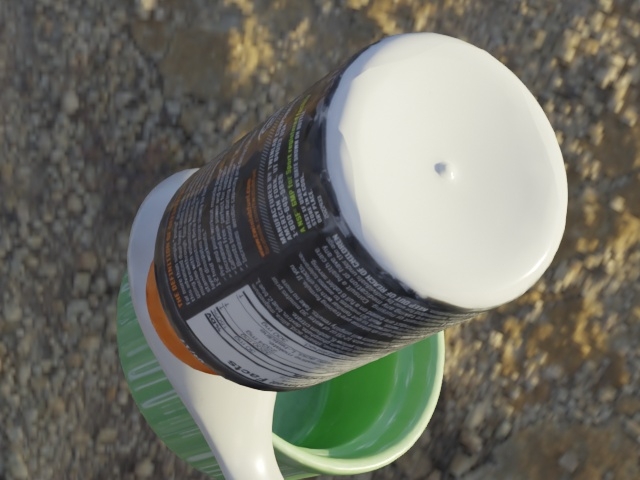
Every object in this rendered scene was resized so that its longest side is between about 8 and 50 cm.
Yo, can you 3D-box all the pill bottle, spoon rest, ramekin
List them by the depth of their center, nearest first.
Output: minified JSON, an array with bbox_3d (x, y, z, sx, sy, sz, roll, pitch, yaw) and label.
[{"bbox_3d":[0.000,0.000,0.849,0.130,0.245,0.130,10,70,-28],"label":"pill bottle"},{"bbox_3d":[-0.041,0.087,1.079,0.137,0.084,0.276,-28,97,-49],"label":"spoon rest"},{"bbox_3d":[-0.043,0.083,1.605,0.303,0.148,0.303,18,61,-37],"label":"ramekin"}]
